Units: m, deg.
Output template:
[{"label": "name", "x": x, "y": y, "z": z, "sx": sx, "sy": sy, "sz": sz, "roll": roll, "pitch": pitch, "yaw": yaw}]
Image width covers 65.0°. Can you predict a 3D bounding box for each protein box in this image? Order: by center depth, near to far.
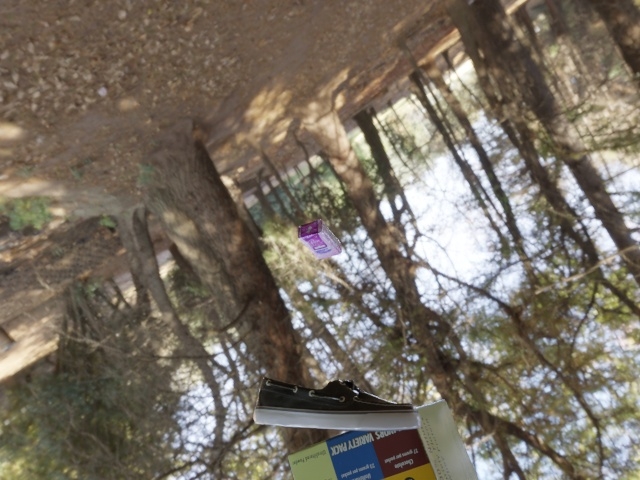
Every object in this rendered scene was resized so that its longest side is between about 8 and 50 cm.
[{"label": "protein box", "x": 0.093, "y": 0.290, "z": 0.528, "sx": 0.135, "sy": 0.200, "sz": 0.201, "roll": -26, "pitch": 158, "yaw": 15}]

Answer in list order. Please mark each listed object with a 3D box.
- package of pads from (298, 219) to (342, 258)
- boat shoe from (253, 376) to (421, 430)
[{"label": "package of pads", "x": 0.000, "y": 0.000, "z": 0.909, "sx": 0.050, "sy": 0.083, "sz": 0.032, "roll": -17, "pitch": -130, "yaw": 22}, {"label": "boat shoe", "x": 0.011, "y": 0.135, "z": 0.415, "sx": 0.142, "sy": 0.040, "sz": 0.049, "roll": -3, "pitch": 158, "yaw": 17}]
